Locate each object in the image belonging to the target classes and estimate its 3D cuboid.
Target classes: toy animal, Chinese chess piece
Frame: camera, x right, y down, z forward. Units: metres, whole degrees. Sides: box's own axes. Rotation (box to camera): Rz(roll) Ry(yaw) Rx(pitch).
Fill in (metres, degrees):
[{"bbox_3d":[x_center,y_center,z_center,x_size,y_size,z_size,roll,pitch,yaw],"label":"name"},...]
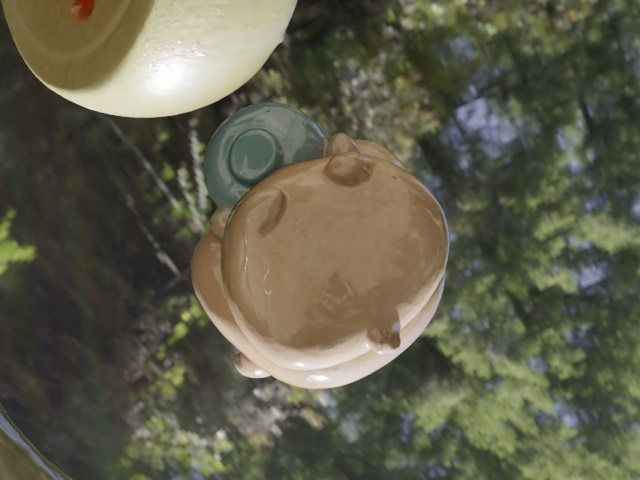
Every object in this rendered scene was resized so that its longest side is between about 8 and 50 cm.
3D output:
[{"bbox_3d":[0.011,0.017,1.244,0.210,0.229,0.221,-31,-150,-6],"label":"toy animal"},{"bbox_3d":[-0.112,-0.210,1.005,0.102,0.273,0.273,-3,-147,-35],"label":"Chinese chess piece"}]

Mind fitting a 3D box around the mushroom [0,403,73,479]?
[{"bbox_3d":[-0.287,0.204,1.424,0.097,0.351,0.109,-36,180,12],"label":"mushroom"}]
